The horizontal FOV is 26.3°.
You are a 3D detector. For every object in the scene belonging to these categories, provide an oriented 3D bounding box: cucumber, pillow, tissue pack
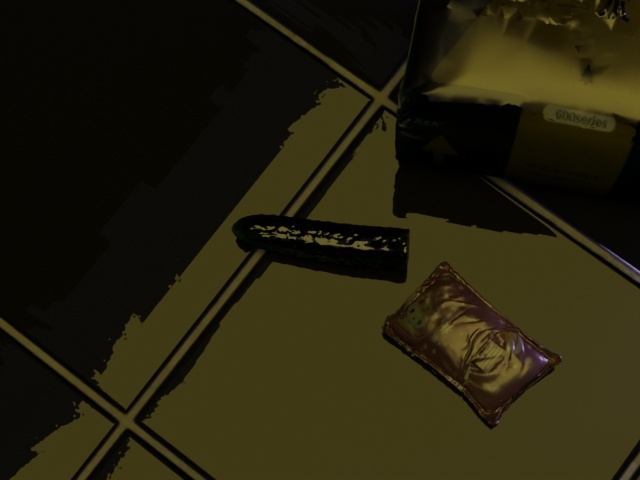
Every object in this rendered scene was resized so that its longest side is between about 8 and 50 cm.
[{"bbox_3d":[0.000,0.000,1.626,0.214,0.058,0.052,6,82,7],"label":"cucumber"},{"bbox_3d":[0.174,0.120,1.596,0.185,0.043,0.118,42,87,15],"label":"pillow"},{"bbox_3d":[0.300,-0.198,1.563,0.416,0.253,0.264,11,76,7],"label":"tissue pack"}]
